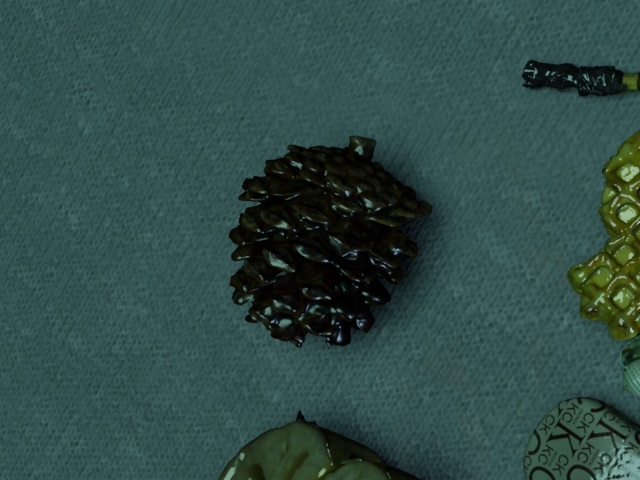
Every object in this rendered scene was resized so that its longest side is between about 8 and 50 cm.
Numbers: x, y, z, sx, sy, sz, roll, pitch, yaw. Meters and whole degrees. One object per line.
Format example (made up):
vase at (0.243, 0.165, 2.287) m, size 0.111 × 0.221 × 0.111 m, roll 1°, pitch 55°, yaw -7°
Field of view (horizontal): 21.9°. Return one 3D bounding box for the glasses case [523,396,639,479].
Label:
glasses case at (0.382, 0.312, 1.834) m, size 0.354 × 0.085 × 0.137 m, roll 38°, pitch 104°, yaw 23°

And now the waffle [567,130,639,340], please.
waffle at (0.391, -0.014, 1.855) m, size 0.249 × 0.056 × 0.253 m, roll -14°, pitch 78°, yaw 19°

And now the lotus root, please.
lotus root at (-0.026, 0.396, 1.916) m, size 0.375 × 0.111 × 0.390 m, roll -51°, pitch 37°, yaw 3°

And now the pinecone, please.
pinecone at (0.000, 0.000, 1.967) m, size 0.224 × 0.224 × 0.273 m, roll 34°, pitch 106°, yaw 23°

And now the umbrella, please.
umbrella at (0.304, -0.188, 1.925) m, size 0.144 × 0.037 × 0.040 m, roll 8°, pitch 77°, yaw 29°

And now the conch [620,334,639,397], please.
conch at (0.378, 0.143, 1.863) m, size 0.085 × 0.057 × 0.076 m, roll -18°, pitch 49°, yaw -5°
